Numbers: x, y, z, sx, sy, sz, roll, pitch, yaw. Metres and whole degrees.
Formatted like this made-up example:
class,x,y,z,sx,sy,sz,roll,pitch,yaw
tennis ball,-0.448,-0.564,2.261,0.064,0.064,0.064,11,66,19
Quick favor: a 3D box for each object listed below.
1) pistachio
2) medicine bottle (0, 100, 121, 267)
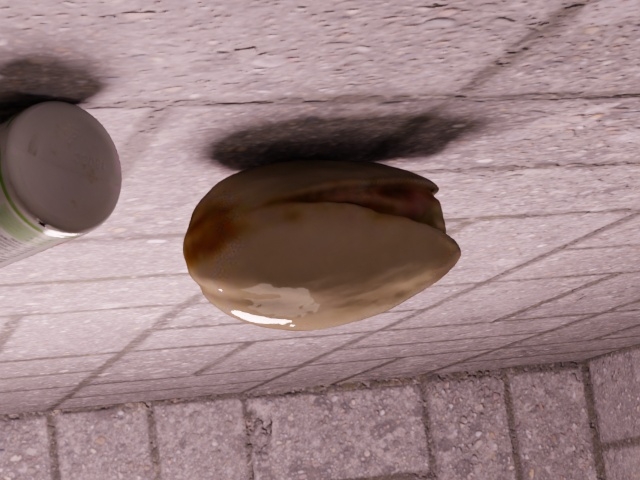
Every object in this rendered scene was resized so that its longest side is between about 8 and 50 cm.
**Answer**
class,x,y,z,sx,sy,sz,roll,pitch,yaw
pistachio,0.000,0.000,1.092,0.215,0.144,0.144,-10,170,-17
medicine bottle,-0.212,-0.025,0.927,0.086,0.086,0.183,3,166,-42
